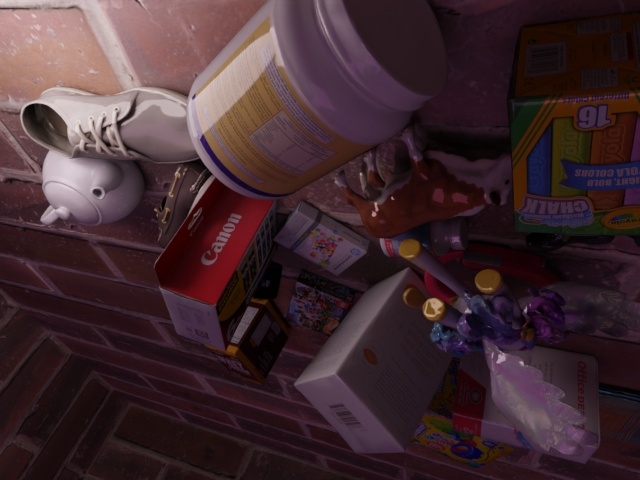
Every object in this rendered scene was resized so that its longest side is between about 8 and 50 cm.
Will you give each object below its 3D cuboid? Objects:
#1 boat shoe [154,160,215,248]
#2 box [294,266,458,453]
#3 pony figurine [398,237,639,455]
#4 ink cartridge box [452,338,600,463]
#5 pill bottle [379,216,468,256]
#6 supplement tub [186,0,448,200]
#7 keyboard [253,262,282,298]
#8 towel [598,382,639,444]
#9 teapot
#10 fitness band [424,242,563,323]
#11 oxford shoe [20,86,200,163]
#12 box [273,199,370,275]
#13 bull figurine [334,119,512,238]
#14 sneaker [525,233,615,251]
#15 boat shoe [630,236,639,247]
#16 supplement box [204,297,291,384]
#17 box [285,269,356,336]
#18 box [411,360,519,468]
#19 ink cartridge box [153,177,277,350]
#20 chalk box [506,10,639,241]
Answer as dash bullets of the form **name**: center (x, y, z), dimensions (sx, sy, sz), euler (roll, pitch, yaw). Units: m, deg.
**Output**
- **boat shoe**: center (-0.341, -0.077, 1.135), dimensions (0.096, 0.117, 0.324), euler (37, 138, -9)
- **box**: center (0.143, 0.262, 1.053), dimensions (0.215, 0.345, 0.168), euler (49, 140, -5)
- **pony figurine**: center (0.336, 0.155, 0.849), dimensions (0.363, 0.303, 0.351), euler (33, 176, -35)
- **ink cartridge box**: center (0.491, 0.376, 1.139), dimensions (0.305, 0.226, 0.131), euler (9, 142, 21)
- **pill bottle**: center (0.205, -0.012, 0.930), dimensions (0.160, 0.087, 0.087), euler (-3, 136, 32)
- **supplement tub**: center (-0.016, -0.218, 0.667), dimensions (0.241, 0.241, 0.331), euler (42, 140, -23)
- **keyboard**: center (-0.166, 0.109, 1.346), dimensions (0.100, 0.038, 0.192), euler (3, 144, -10)
- **towel**: center (0.802, 0.471, 1.244), dimensions (0.369, 0.040, 0.272), euler (9, 140, 20)
- **teapot**: center (-0.577, -0.123, 1.143), dimensions (0.252, 0.187, 0.256), euler (21, 145, 5)
- **fitness band**: center (0.371, 0.096, 1.008), dimensions (0.290, 0.054, 0.209), euler (14, 145, 15)
- **oxford shoe**: center (-0.423, -0.227, 0.964), dimensions (0.448, 0.130, 0.169), euler (10, 127, 16)
- **box**: center (0.000, 0.000, 1.095), dimensions (0.186, 0.038, 0.145), euler (29, 143, -14)
- **bull figurine**: center (0.167, -0.096, 0.799), dimensions (0.310, 0.101, 0.188), euler (-28, 102, 47)
- **sneaker**: center (0.442, -0.032, 0.809), dimensions (0.170, 0.051, 0.089), euler (-7, 134, 29)
- **boat shoe**: center (0.596, 0.008, 0.730), dimensions (0.254, 0.079, 0.095), euler (20, 137, -10)
- **supplement box**: center (-0.221, 0.306, 1.461), dimensions (0.129, 0.194, 0.191), euler (7, 141, 33)
- **box**: center (-0.005, 0.186, 1.329), dimensions (0.159, 0.044, 0.233), euler (22, 144, 3)
- **box**: center (0.408, 0.518, 1.405), dimensions (0.278, 0.177, 0.290), euler (21, 144, 6)
- **ink cartridge box**: center (-0.210, 0.036, 1.032), dimensions (0.129, 0.310, 0.272), euler (17, 144, 9)
- **chalk box**: center (0.360, -0.122, 0.632), dimensions (0.179, 0.180, 0.289), euler (2, 140, 27)
